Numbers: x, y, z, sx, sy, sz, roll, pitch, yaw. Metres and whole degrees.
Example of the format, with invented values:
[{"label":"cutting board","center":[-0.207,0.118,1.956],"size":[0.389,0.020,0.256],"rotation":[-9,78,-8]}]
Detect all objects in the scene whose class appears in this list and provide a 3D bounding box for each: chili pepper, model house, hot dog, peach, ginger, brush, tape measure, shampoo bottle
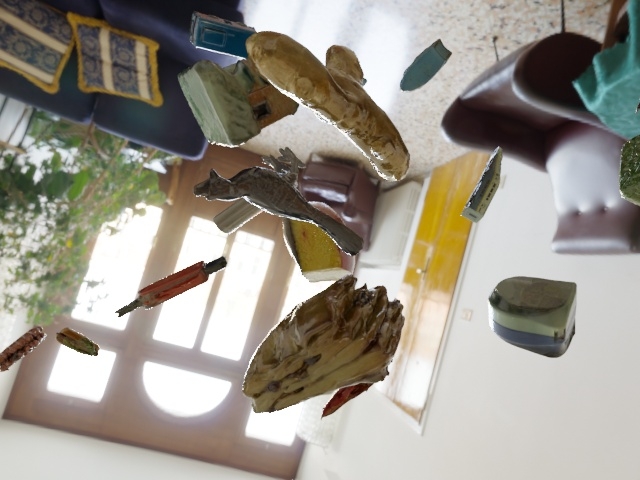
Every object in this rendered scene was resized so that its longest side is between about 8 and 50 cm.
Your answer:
[{"label":"chili pepper","center":[0.097,0.433,1.404],"size":[0.050,0.268,0.059],"rotation":[20,141,59]},{"label":"model house","center":[-0.150,-0.385,1.177],"size":[0.267,0.325,0.194],"rotation":[26,141,61]},{"label":"hot dog","center":[-0.655,0.282,1.293],"size":[0.133,0.056,0.041],"rotation":[43,-171,-32]},{"label":"peach","center":[0.000,0.000,1.861],"size":[0.242,0.306,0.380],"rotation":[-15,160,8]},{"label":"ginger","center":[0.050,-0.267,0.948],"size":[0.348,0.122,0.363],"rotation":[54,-156,7]},{"label":"brush","center":[-0.391,0.119,1.236],"size":[0.051,0.323,0.070],"rotation":[62,180,-27]},{"label":"tape measure","center":[0.673,0.220,1.517],"size":[0.262,0.138,0.259],"rotation":[13,-150,31]},{"label":"shampoo bottle","center":[-0.167,-0.100,1.232],"size":[0.056,0.227,0.086],"rotation":[58,-171,8]}]

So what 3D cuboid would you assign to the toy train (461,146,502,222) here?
[{"label":"toy train","center":[0.440,-0.152,1.247],"size":[0.051,0.234,0.052],"rotation":[32,156,5]}]

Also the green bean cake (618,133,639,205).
[{"label":"green bean cake","center":[1.015,-0.234,1.399],"size":[0.125,0.222,0.248],"rotation":[24,158,-13]}]

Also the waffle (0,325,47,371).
[{"label":"waffle","center":[-0.463,0.166,0.737],"size":[0.029,0.075,0.083],"rotation":[54,177,-14]}]

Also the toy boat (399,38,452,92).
[{"label":"toy boat","center":[0.290,-0.487,1.360],"size":[0.075,0.077,0.185],"rotation":[44,134,-5]}]

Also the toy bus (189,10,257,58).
[{"label":"toy bus","center":[-0.282,-0.593,1.384],"size":[0.184,0.090,0.106],"rotation":[5,-147,-22]}]

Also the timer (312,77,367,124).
[{"label":"timer","center":[0.084,-0.462,1.543],"size":[0.255,0.175,0.175],"rotation":[2,167,36]}]

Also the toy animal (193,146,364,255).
[{"label":"toy animal","center":[-0.079,-0.102,0.974],"size":[0.367,0.206,0.081],"rotation":[20,136,-28]}]

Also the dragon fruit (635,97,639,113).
[{"label":"dragon fruit","center":[0.865,-0.396,1.196],"size":[0.096,0.102,0.147],"rotation":[36,162,-27]}]

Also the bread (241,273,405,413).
[{"label":"bread","center":[-0.001,0.227,1.129],"size":[0.370,0.191,0.314],"rotation":[-24,-168,21]}]
